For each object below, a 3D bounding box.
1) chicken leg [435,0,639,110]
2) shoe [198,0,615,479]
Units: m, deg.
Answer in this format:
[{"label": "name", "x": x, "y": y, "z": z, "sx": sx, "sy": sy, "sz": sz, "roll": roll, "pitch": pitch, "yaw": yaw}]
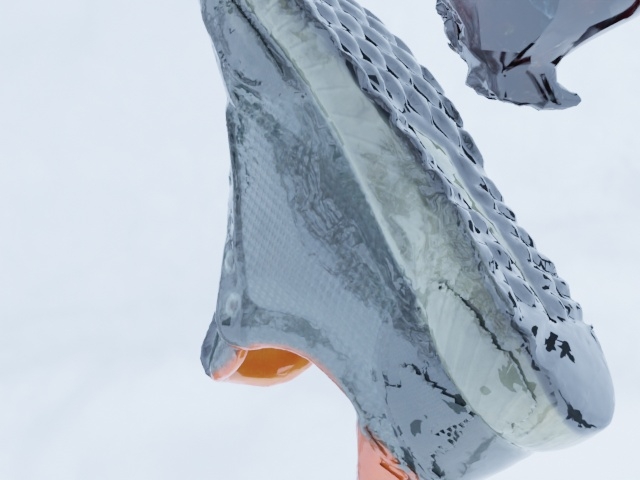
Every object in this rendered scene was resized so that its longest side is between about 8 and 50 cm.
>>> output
[{"label": "chicken leg", "x": 0.068, "y": -0.163, "z": 0.531, "sx": 0.106, "sy": 0.051, "sz": 0.253, "roll": 10, "pitch": 102, "yaw": 54}, {"label": "shoe", "x": 0.000, "y": 0.000, "z": 0.959, "sx": 0.171, "sy": 0.132, "sz": 0.336, "roll": -40, "pitch": 64, "yaw": 19}]
